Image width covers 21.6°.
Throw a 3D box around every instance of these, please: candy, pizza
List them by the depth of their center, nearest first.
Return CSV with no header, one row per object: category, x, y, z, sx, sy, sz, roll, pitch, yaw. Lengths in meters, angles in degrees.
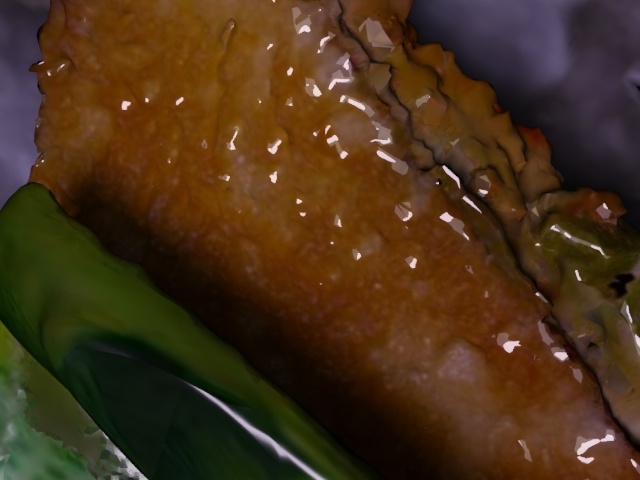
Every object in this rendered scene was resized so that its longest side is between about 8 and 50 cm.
candy,-0.061,0.110,0.410,0.149,0.069,0.246,40,120,4
pizza,0.000,0.000,0.410,0.147,0.069,0.226,-37,96,29
